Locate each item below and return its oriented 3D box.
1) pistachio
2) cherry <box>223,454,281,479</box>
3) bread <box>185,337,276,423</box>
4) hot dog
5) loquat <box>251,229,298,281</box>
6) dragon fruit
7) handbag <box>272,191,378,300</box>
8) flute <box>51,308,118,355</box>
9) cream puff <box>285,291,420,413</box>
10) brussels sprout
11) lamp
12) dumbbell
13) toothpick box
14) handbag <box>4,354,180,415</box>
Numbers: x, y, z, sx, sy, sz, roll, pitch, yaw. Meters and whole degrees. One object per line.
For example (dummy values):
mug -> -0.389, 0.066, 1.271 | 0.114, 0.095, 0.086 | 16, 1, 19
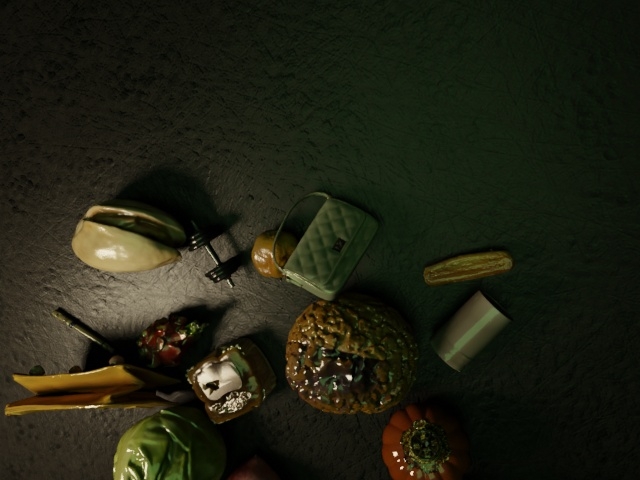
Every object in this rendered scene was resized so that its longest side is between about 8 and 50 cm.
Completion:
pistachio -> -0.510, -0.006, 1.297 | 0.317, 0.214, 0.194 | 10, 66, 11
cherry -> -0.200, 0.756, 1.374 | 0.239, 0.206, 0.240 | 8, 110, 21
bread -> -0.250, 0.390, 1.359 | 0.209, 0.110, 0.192 | -27, 93, 16
hot dog -> 0.359, 0.064, 1.191 | 0.215, 0.047, 0.066 | -15, 84, 15
loquat -> -0.112, 0.037, 1.256 | 0.137, 0.113, 0.137 | 2, 112, 4
dragon fruit -> -0.400, 0.268, 1.352 | 0.235, 0.137, 0.135 | -29, 95, 11
handbag -> 0.000, 0.000, 1.187 | 0.219, 0.079, 0.256 | 29, 69, 8
flute -> -0.717, 0.277, 1.480 | 0.233, 0.027, 0.027 | 32, 106, 5
cream puff -> 0.077, 0.296, 1.207 | 0.327, 0.231, 0.343 | -40, 91, 13
brussels sprout -> -0.425, 0.620, 1.361 | 0.327, 0.247, 0.328 | 2, 71, -6
lamp -> 0.265, 0.524, 1.231 | 0.223, 0.196, 0.223 | -6, 62, 11
dumbbell -> -0.287, 0.035, 1.298 | 0.099, 0.099, 0.209 | -29, 96, 16
toothpick box -> 0.364, 0.219, 1.189 | 0.111, 0.111, 0.181 | 41, 105, 2
handbag -> -0.632, 0.423, 1.373 | 0.400, 0.283, 0.133 | -10, 64, 18
